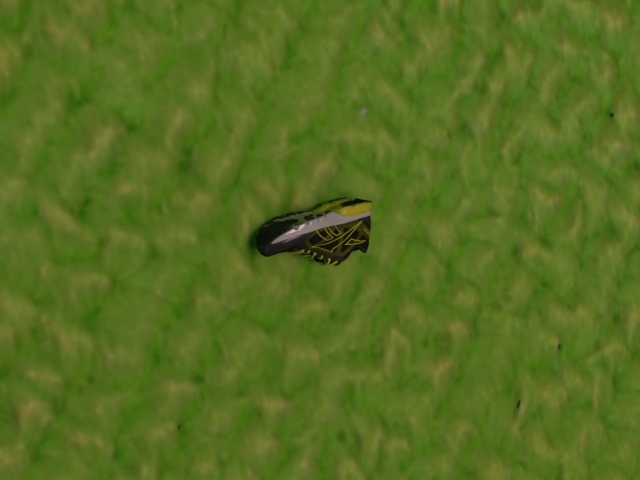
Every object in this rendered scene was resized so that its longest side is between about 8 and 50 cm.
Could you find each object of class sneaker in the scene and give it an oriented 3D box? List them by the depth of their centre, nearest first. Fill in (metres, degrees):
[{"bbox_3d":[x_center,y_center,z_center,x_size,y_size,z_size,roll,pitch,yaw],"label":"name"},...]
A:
[{"bbox_3d":[0.000,0.000,1.126,0.083,0.031,0.035,-18,105,-37],"label":"sneaker"}]
